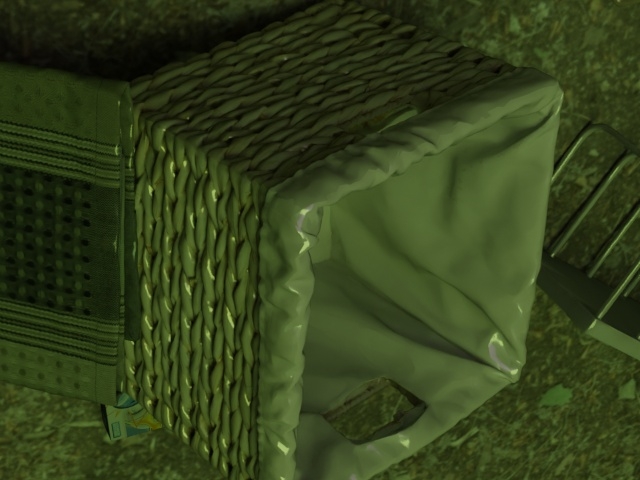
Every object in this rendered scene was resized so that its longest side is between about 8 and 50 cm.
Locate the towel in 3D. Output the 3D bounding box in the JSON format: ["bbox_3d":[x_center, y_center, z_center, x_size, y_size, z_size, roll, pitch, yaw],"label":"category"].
[{"bbox_3d":[-0.300,-0.022,1.331,0.324,0.056,0.312,12,120,12],"label":"towel"}]

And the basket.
[{"bbox_3d":[0.000,0.000,1.383,0.328,0.266,0.331,-27,135,-38],"label":"basket"}]

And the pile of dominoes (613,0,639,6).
[{"bbox_3d":[0.315,-0.307,1.473,0.251,0.040,0.196,9,126,11],"label":"pile of dominoes"}]

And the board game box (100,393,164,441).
[{"bbox_3d":[-0.158,0.098,1.584,0.136,0.035,0.201,-15,127,-15],"label":"board game box"}]

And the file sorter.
[{"bbox_3d":[0.366,0.028,1.682,0.277,0.193,0.173,27,105,-36],"label":"file sorter"}]
